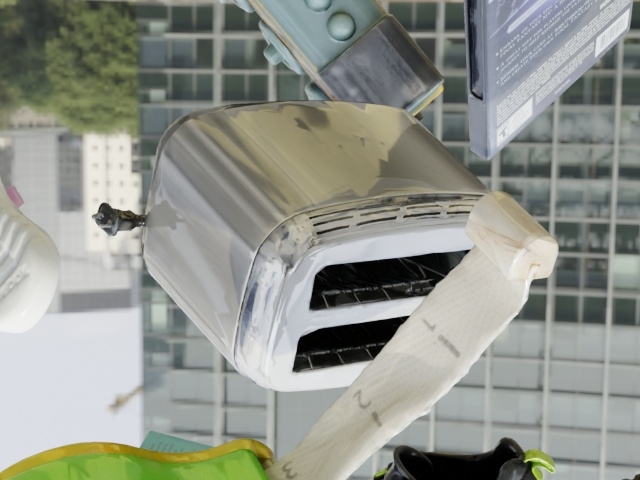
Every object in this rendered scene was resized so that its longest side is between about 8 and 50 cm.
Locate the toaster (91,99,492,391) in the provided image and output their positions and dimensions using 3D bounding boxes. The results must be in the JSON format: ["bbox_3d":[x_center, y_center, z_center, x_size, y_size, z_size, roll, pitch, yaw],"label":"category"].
[{"bbox_3d":[0.000,0.000,0.644,0.227,0.129,0.146,-4,-148,-33],"label":"toaster"}]

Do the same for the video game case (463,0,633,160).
[{"bbox_3d":[0.183,-0.210,0.857,0.196,0.274,0.026,-42,-122,-19],"label":"video game case"}]

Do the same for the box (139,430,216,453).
[{"bbox_3d":[-0.043,0.244,0.939,0.244,0.100,0.060,14,-172,-1],"label":"box"}]

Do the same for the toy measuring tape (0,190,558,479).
[{"bbox_3d":[-0.053,0.094,0.428,0.121,0.330,0.121,41,-171,-8],"label":"toy measuring tape"}]

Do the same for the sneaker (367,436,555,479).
[{"bbox_3d":[0.054,0.187,0.807,0.235,0.097,0.084,-12,-157,11],"label":"sneaker"}]

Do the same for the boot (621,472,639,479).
[{"bbox_3d":[0.110,0.257,0.479,0.236,0.269,0.089,-16,-166,-1],"label":"boot"}]

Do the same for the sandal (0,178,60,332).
[{"bbox_3d":[-0.407,-0.002,1.367,0.102,0.169,0.416,28,-169,-42],"label":"sandal"}]

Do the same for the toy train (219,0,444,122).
[{"bbox_3d":[-0.001,-0.240,1.175,0.142,0.334,0.190,-39,-174,-2],"label":"toy train"}]
